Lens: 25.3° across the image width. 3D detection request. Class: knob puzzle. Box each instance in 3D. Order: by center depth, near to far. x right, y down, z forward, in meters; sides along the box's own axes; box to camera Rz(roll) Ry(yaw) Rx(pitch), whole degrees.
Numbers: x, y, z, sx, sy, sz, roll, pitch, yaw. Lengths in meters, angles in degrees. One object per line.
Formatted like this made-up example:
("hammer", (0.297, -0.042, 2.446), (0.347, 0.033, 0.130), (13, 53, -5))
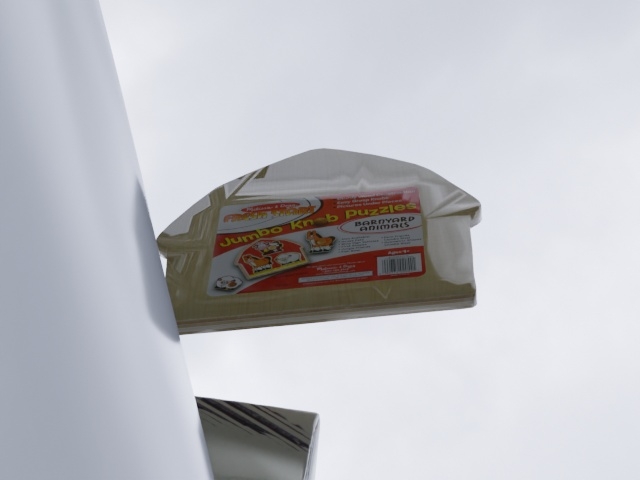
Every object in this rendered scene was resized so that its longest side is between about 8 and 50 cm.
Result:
("knob puzzle", (0.000, 0.000, 0.842), (0.213, 0.030, 0.213), (-7, -151, 4))

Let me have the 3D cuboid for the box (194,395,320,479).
("box", (-0.142, 0.139, 0.751), (0.275, 0.094, 0.113), (8, -63, 2))

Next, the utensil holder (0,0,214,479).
("utensil holder", (-0.200, 0.030, 0.432), (0.327, 0.386, 0.328), (-4, -142, 3))
